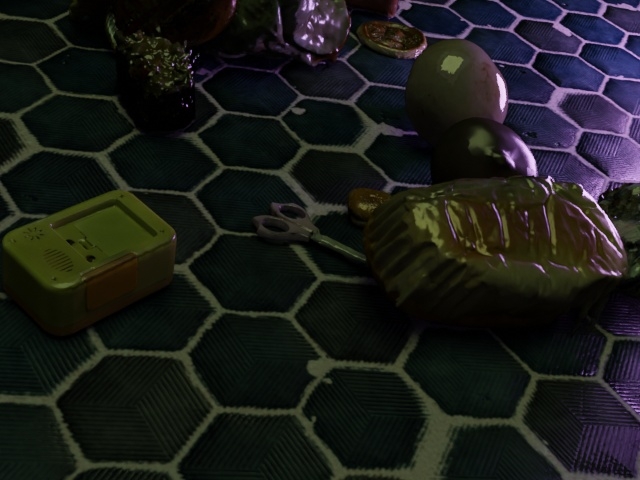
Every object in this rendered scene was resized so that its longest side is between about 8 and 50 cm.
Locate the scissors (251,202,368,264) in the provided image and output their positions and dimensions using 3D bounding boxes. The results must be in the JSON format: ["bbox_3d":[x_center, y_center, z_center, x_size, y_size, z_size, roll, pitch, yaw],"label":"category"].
[{"bbox_3d":[0.000,-0.001,1.418,0.212,0.021,0.110,26,35,15],"label":"scissors"}]

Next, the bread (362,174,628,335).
[{"bbox_3d":[0.253,0.014,1.368,0.388,0.183,0.236,8,56,-23],"label":"bread"}]

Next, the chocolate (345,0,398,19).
[{"bbox_3d":[0.124,-0.605,2.179,0.148,0.093,0.214,15,37,-2],"label":"chocolate"}]

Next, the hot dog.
[{"bbox_3d":[-0.273,-0.425,1.712,0.270,0.082,0.163,-19,78,15],"label":"hot dog"}]

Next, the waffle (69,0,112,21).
[{"bbox_3d":[-0.344,-0.511,1.803,0.300,0.281,0.058,-24,89,-18],"label":"waffle"}]

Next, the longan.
[{"bbox_3d":[0.269,-0.116,1.539,0.189,0.189,0.189,9,37,-7],"label":"longan"}]

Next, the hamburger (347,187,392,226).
[{"bbox_3d":[0.083,-0.053,1.495,0.083,0.044,0.076,4,37,-9],"label":"hamburger"}]

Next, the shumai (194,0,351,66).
[{"bbox_3d":[-0.084,-0.438,1.859,0.263,0.304,0.309,32,28,-38],"label":"shumai"}]

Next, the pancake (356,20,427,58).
[{"bbox_3d":[0.157,-0.443,2.036,0.158,0.028,0.158,7,39,-6],"label":"pancake"}]

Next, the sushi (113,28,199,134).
[{"bbox_3d":[-0.272,-0.280,1.609,0.147,0.115,0.212,-4,40,-22],"label":"sushi"}]

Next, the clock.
[{"bbox_3d":[-0.301,0.026,1.222,0.143,0.096,0.202,39,44,26],"label":"clock"}]

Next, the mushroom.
[{"bbox_3d":[0.231,-0.268,1.719,0.209,0.206,0.206,14,31,37],"label":"mushroom"}]

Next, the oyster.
[{"bbox_3d":[0.524,0.003,1.503,0.162,0.158,0.351,-13,16,21],"label":"oyster"}]
